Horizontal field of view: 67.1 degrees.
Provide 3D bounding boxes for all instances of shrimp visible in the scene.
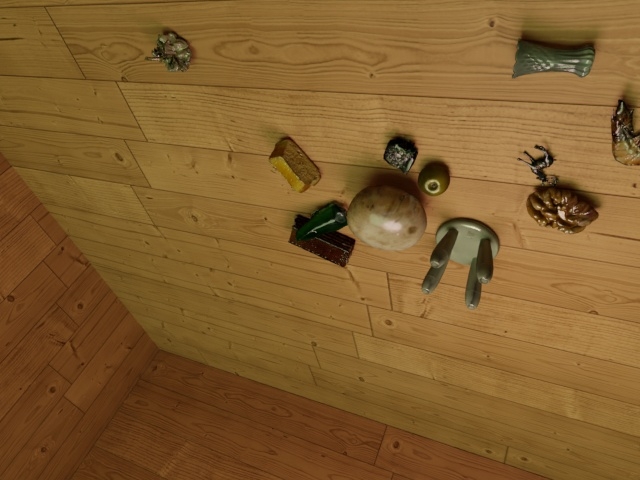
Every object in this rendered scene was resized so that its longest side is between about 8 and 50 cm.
[{"bbox_3d":[0.709,-0.236,1.037,0.148,0.035,0.195,1,143,36],"label":"shrimp"}]

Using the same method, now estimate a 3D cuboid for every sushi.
[{"bbox_3d":[0.224,-0.245,1.338,0.083,0.056,0.084,29,146,13],"label":"sushi"}]

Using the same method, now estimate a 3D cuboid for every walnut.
[{"bbox_3d":[0.626,-0.071,1.263,0.170,0.069,0.143,23,158,9],"label":"walnut"}]

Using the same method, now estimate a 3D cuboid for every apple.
[{"bbox_3d":[0.318,-0.169,1.350,0.090,0.074,0.089,7,121,12],"label":"apple"}]

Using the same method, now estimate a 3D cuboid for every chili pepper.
[{"bbox_3d":[0.007,-0.051,1.669,0.216,0.062,0.108,-28,118,23],"label":"chili pepper"}]

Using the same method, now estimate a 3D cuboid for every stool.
[{"bbox_3d":[0.428,0.067,1.460,0.195,0.198,0.195,17,142,12],"label":"stool"}]

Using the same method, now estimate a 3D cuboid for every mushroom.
[{"bbox_3d":[0.202,-0.071,1.451,0.255,0.184,0.254,16,140,14],"label":"mushroom"}]

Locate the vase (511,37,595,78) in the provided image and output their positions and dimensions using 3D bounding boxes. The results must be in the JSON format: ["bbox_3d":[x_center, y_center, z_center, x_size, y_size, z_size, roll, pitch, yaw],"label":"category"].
[{"bbox_3d":[0.480,-0.373,0.997,0.149,0.081,0.081,10,140,18],"label":"vase"}]

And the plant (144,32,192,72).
[{"bbox_3d":[-0.437,-0.529,1.376,0.117,0.122,0.104,27,134,14],"label":"plant"}]

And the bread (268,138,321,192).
[{"bbox_3d":[-0.076,-0.229,1.513,0.065,0.103,0.187,-19,119,43],"label":"bread"}]

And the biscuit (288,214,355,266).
[{"bbox_3d":[0.000,0.000,1.769,0.252,0.070,0.106,25,143,6],"label":"biscuit"}]

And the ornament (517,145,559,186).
[{"bbox_3d":[0.562,-0.182,1.211,0.125,0.028,0.073,43,142,-16],"label":"ornament"}]
